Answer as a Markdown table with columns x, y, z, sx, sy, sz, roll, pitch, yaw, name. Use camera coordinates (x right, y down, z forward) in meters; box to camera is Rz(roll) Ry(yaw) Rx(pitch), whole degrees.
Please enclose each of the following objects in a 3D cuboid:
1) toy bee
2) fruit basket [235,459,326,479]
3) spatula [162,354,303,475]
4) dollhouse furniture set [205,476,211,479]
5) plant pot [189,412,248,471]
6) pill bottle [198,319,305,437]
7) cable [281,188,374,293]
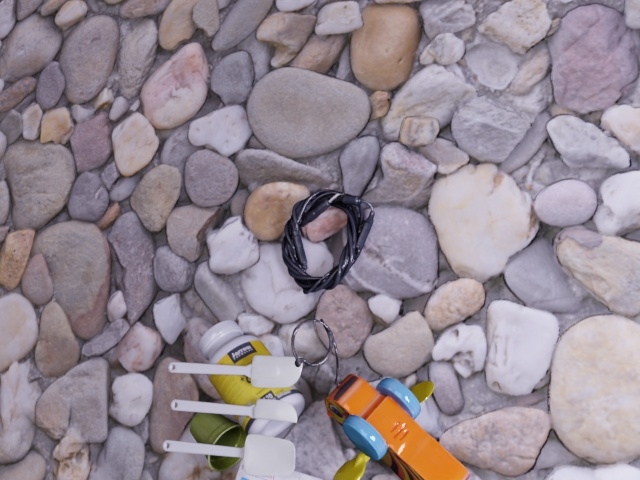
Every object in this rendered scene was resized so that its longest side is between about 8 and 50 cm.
| x | y | z | sx | sy | sz | roll | pitch | yaw | name |
| --- | --- | --- | --- | --- | --- | --- | --- | --- | --- |
| 0.078 | 0.247 | 1.022 | 0.195 | 0.162 | 0.298 | -20 | 76 | -19 | toy bee |
| 0.013 | 0.501 | 0.965 | 0.353 | 0.165 | 0.327 | 12 | 77 | 9 | fruit basket |
| -0.138 | 0.254 | 1.049 | 0.242 | 0.019 | 0.168 | -4 | 77 | 27 | spatula |
| -0.195 | 0.428 | 1.100 | 0.081 | 0.091 | 0.114 | 34 | 90 | 43 | dollhouse furniture set |
| -0.167 | 0.309 | 1.128 | 0.079 | 0.083 | 0.083 | 29 | 85 | 39 | plant pot |
| -0.115 | 0.216 | 1.117 | 0.103 | 0.103 | 0.184 | -44 | 62 | 3 | pill bottle |
| 0.000 | 0.000 | 1.176 | 0.150 | 0.047 | 0.185 | 19 | 81 | 27 | cable |
